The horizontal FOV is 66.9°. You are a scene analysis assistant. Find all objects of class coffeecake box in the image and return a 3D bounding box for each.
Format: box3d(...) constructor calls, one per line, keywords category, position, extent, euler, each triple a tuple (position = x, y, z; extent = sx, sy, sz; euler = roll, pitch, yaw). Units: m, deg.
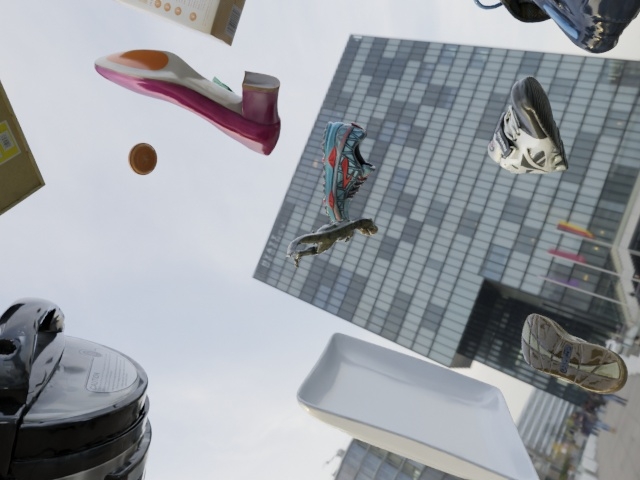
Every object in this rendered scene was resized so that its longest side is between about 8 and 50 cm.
box3d(category="coffeecake box", position=(-0.192, -0.370, 0.657), extent=(0.142, 0.185, 0.068), euler=(-68, -11, 13))

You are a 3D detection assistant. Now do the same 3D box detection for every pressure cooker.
box3d(category="pressure cooker", position=(-0.427, 0.286, 0.630), extent=(0.375, 0.369, 0.421), euler=(11, -88, -64))

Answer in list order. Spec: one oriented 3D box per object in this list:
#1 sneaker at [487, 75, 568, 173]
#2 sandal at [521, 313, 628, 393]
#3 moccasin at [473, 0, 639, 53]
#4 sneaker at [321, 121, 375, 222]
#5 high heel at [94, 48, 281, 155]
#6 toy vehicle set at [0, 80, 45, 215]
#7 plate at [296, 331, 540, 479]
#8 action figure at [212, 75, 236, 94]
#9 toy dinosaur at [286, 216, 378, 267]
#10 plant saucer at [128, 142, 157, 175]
box3d(category="sneaker", position=(0.414, -0.209, 1.003), extent=(0.330, 0.146, 0.123), euler=(29, -124, -53))
box3d(category="sandal", position=(0.331, 0.152, 0.638), extent=(0.049, 0.180, 0.072), euler=(16, -87, -17))
box3d(category="moccasin", position=(0.236, -0.302, 0.540), extent=(0.342, 0.137, 0.117), euler=(-84, -3, -53))
box3d(category="sneaker", position=(0.070, -0.154, 1.178), extent=(0.104, 0.125, 0.262), euler=(-67, -23, -61))
box3d(category="high heel", position=(-0.173, -0.181, 0.652), extent=(0.117, 0.243, 0.082), euler=(103, 170, -46))
box3d(category="toy vehicle set", position=(-0.633, -0.166, 0.900), extent=(0.166, 0.035, 0.267), euler=(-53, -21, -40))
box3d(category="plate", position=(0.121, 0.220, 0.651), extent=(0.277, 0.277, 0.045), euler=(-27, -46, -77))
box3d(category="action figure", position=(-0.278, -0.396, 1.374), extent=(0.063, 0.232, 0.137), euler=(-44, -65, -6))
box3d(category="toy dinosaur", position=(0.000, 0.000, 0.981), extent=(0.268, 0.118, 0.064), euler=(-20, -95, -42))
box3d(category="plant saucer", position=(-0.452, -0.208, 1.237), extent=(0.083, 0.013, 0.084), euler=(-27, -56, -49))
